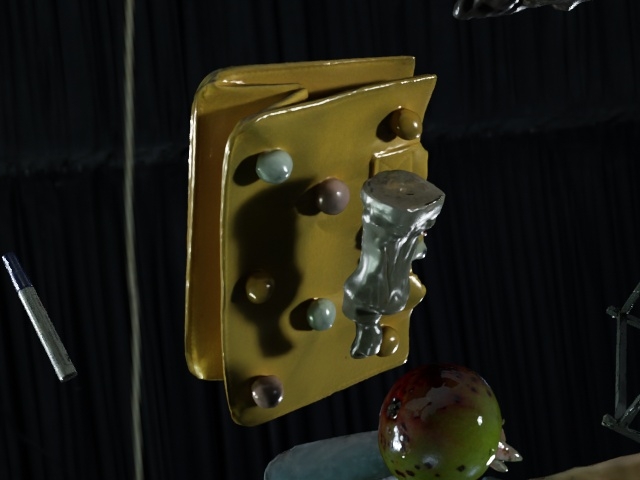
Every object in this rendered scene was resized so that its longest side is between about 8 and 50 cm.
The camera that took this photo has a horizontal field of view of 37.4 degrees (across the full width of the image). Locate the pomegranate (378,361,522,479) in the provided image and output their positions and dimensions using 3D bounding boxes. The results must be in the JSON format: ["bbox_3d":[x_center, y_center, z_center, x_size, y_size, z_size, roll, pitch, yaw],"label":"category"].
[{"bbox_3d":[0.133,0.181,0.932,0.159,0.129,0.129,-6,-178,-29],"label":"pomegranate"}]

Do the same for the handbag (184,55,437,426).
[{"bbox_3d":[0.000,0.000,1.068,0.283,0.401,0.133,-15,-147,-31],"label":"handbag"}]

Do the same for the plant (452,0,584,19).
[{"bbox_3d":[0.209,-0.354,1.014,0.276,0.199,0.188,7,160,27],"label":"plant"}]

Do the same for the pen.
[{"bbox_3d":[-0.390,0.104,1.306,0.025,0.204,0.025,-29,164,-9],"label":"pen"}]

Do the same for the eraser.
[{"bbox_3d":[0.041,0.338,1.123,0.174,0.227,0.081,-14,-144,2],"label":"eraser"}]

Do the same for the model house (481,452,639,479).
[{"bbox_3d":[0.133,0.201,0.450,0.324,0.194,0.267,-15,161,17],"label":"model house"}]

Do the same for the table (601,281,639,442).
[{"bbox_3d":[0.624,0.175,1.491,0.272,0.222,0.335,26,-148,3],"label":"table"}]

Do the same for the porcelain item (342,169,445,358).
[{"bbox_3d":[0.060,0.038,0.970,0.069,0.216,0.081,31,-145,27],"label":"porcelain item"}]
